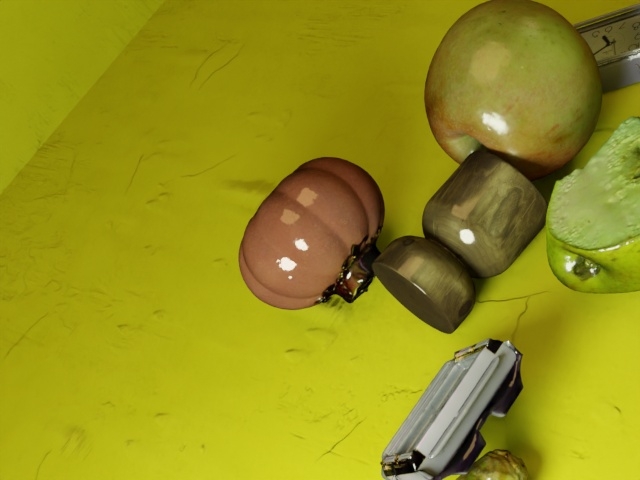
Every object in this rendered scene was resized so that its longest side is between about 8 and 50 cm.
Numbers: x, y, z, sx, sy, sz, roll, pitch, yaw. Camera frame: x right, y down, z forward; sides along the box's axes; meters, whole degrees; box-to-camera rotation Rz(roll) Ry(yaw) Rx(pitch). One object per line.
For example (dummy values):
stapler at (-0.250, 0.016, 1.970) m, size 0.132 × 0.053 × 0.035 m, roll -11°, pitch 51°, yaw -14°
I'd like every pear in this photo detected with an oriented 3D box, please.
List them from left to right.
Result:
pear at (0.484, -0.019, 1.938) m, size 0.282 × 0.176 × 0.286 m, roll -42°, pitch 31°, yaw 0°

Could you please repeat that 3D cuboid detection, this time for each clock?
clock at (0.196, 0.266, 1.884) m, size 0.253 × 0.083 × 0.186 m, roll -52°, pitch 3°, yaw -18°
clock at (0.535, -0.347, 2.327) m, size 0.193 × 0.073 × 0.144 m, roll -15°, pitch 41°, yaw 29°

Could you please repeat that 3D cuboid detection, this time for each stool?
stool at (0.237, 0.002, 2.122) m, size 0.264 × 0.179 × 0.179 m, roll -47°, pitch 37°, yaw -12°

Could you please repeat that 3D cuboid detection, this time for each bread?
bread at (0.189, 0.404, 1.808) m, size 0.269 × 0.098 × 0.087 m, roll -43°, pitch 75°, yaw -5°

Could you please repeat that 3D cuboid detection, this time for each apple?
apple at (0.326, -0.252, 2.207) m, size 0.277 × 0.319 × 0.319 m, roll -43°, pitch 34°, yaw -25°

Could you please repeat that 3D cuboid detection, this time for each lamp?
lamp at (0.000, 0.000, 2.278) m, size 0.240 × 0.305 × 0.305 m, roll 38°, pitch 80°, yaw 8°
